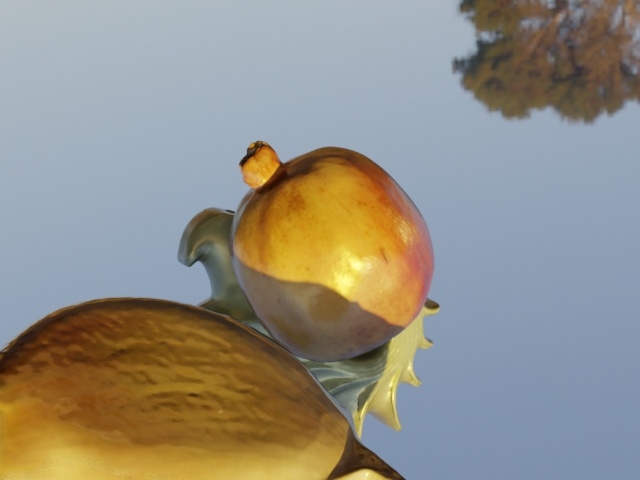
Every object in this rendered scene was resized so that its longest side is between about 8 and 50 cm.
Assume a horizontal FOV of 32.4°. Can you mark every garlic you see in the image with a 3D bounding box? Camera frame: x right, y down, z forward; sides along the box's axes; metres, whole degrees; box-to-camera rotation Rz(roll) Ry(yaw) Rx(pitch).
[{"bbox_3d":[-0.053,0.097,0.575,0.266,0.128,0.148,3,-130,-12],"label":"garlic"}]

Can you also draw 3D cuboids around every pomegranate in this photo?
[{"bbox_3d":[0.000,0.000,1.284,0.229,0.270,0.252,-33,-160,8],"label":"pomegranate"}]

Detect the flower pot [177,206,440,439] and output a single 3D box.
[{"bbox_3d":[-0.032,0.116,1.488,0.367,0.254,0.164,15,-176,-21],"label":"flower pot"}]
